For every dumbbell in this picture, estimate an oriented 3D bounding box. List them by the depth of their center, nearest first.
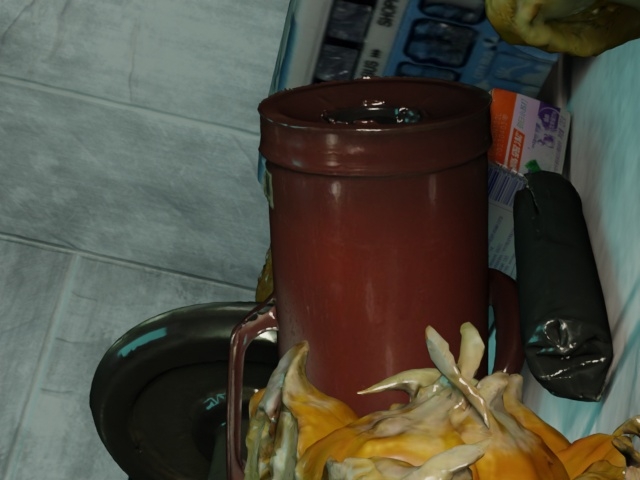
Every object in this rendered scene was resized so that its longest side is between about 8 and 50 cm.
[{"bbox_3d":[-0.044,0.151,0.916,0.192,0.192,0.290,106,176,-47],"label":"dumbbell"}]

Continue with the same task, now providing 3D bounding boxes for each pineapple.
[{"bbox_3d":[0.029,0.130,0.469,0.236,0.115,0.186,-90,13,-61],"label":"pineapple"}]

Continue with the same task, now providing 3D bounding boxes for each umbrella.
[{"bbox_3d":[0.085,0.014,0.625,0.133,0.031,0.036,-82,5,-63],"label":"umbrella"}]

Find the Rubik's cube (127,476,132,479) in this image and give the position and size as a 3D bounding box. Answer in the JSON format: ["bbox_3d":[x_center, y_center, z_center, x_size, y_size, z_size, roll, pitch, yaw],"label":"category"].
[{"bbox_3d":[-0.065,0.257,1.080,0.162,0.161,0.163,-83,7,-58],"label":"Rubik's cube"}]

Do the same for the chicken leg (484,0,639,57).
[{"bbox_3d":[0.097,-0.228,0.455,0.201,0.153,0.429,156,121,-65],"label":"chicken leg"}]

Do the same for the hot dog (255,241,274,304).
[{"bbox_3d":[0.002,0.002,1.504,0.160,0.099,0.226,-83,10,-55],"label":"hot dog"}]

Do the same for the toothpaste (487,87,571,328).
[{"bbox_3d":[0.072,0.007,0.810,0.196,0.040,0.047,107,177,-57],"label":"toothpaste"}]

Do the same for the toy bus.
[{"bbox_3d":[0.051,-0.108,0.783,0.297,0.131,0.106,107,174,-66],"label":"toy bus"}]

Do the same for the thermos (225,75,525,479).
[{"bbox_3d":[0.021,0.054,0.718,0.099,0.124,0.232,-116,24,-70],"label":"thermos"}]
